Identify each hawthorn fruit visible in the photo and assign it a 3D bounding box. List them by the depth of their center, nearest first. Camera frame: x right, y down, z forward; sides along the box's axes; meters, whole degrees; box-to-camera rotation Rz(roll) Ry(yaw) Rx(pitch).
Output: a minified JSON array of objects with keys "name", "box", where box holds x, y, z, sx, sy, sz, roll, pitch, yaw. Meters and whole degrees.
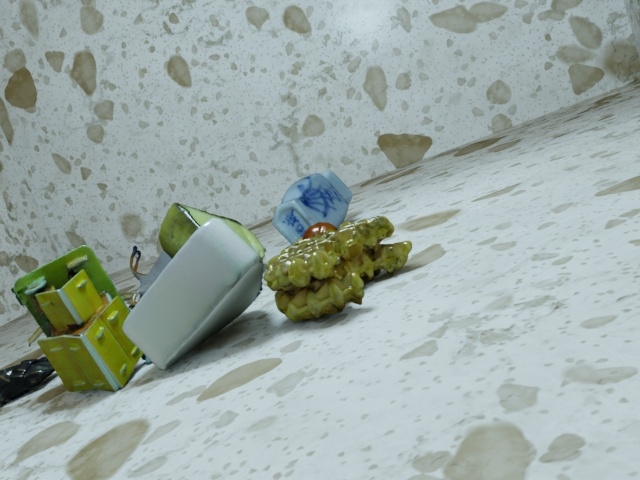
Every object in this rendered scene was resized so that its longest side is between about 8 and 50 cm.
[{"name":"hawthorn fruit","box":[0.000,0.000,1.792,0.128,0.128,0.128,-21,9,4]}]

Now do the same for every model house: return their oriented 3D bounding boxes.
[{"name":"model house","box":[-0.494,0.176,1.374,0.340,0.300,0.323,-31,22,-18]}]

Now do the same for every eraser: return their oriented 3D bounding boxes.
[{"name":"eraser","box":[-0.247,0.096,1.292,0.331,0.150,0.331,-44,-9,-9]}]

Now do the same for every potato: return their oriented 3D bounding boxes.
[{"name":"potato","box":[-0.354,0.057,1.954,0.330,0.280,0.213,16,-67,-53]}]

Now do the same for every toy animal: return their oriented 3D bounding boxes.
[{"name":"toy animal","box":[-0.628,0.130,2.106,0.284,0.225,0.302,0,43,24]}]

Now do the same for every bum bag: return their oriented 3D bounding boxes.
[{"name":"bum bag","box":[-0.865,0.394,1.545,0.340,0.095,0.144,-18,4,-24]}]

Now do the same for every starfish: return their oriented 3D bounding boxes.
[{"name":"starfish","box":[-0.819,0.249,2.004,0.324,0.082,0.432,-16,10,10]}]

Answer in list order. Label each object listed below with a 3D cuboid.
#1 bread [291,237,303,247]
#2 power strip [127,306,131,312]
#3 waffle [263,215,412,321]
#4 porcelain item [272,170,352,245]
[{"name":"bread","box":[-0.070,0.028,1.967,0.062,0.049,0.103,-49,6,10]},{"name":"power strip","box":[-0.777,0.297,2.029,0.253,0.054,0.167,-22,7,-7]},{"name":"waffle","box":[0.028,0.058,1.271,0.261,0.151,0.324,-18,6,40]},{"name":"porcelain item","box":[-0.026,-0.122,2.193,0.178,0.242,0.405,-42,2,30]}]
